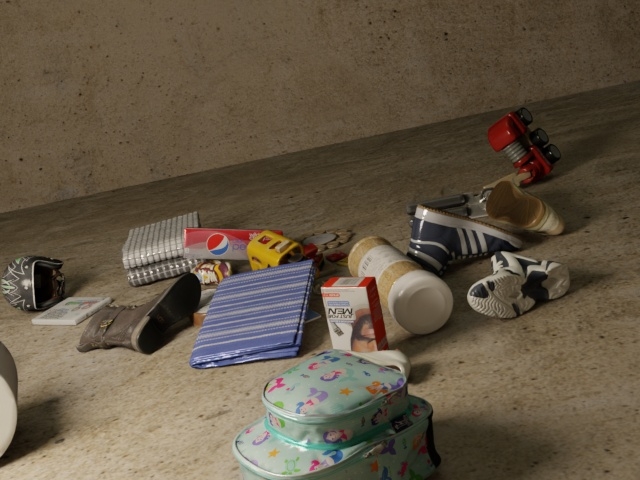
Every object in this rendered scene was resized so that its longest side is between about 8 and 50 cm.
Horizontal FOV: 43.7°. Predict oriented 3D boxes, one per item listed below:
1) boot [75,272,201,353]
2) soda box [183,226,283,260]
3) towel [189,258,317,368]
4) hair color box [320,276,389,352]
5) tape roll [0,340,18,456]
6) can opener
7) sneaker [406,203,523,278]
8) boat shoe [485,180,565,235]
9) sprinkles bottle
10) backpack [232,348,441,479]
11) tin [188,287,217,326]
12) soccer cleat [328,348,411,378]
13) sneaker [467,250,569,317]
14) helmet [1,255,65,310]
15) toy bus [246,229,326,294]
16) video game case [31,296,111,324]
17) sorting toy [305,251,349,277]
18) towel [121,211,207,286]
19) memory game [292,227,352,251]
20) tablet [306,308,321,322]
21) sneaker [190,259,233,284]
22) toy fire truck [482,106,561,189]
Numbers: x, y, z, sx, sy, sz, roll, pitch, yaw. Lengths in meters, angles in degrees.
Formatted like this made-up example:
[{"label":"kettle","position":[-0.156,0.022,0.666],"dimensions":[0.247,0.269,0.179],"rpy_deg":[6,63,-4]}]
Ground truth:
[{"label":"boot","position":[-0.425,0.164,1.855],"dimensions":[0.229,0.091,0.263],"rpy_deg":[0,36,39]},{"label":"soda box","position":[-0.235,0.009,2.154],"dimensions":[0.263,0.083,0.092],"rpy_deg":[1,2,-6]},{"label":"towel","position":[-0.136,0.157,1.729],"dimensions":[0.243,0.040,0.336],"rpy_deg":[-11,27,12]},{"label":"hair color box","position":[0.065,0.153,1.463],"dimensions":[0.093,0.167,0.053],"rpy_deg":[-3,19,27]},{"label":"tape roll","position":[-0.665,0.285,1.413],"dimensions":[0.246,0.246,0.169],"rpy_deg":[-17,17,-15]},{"label":"can opener","position":[0.384,-0.085,2.231],"dimensions":[0.284,0.075,0.095],"rpy_deg":[-10,-15,7]},{"label":"sneaker","position":[0.330,0.022,1.868],"dimensions":[0.282,0.153,0.099],"rpy_deg":[15,6,-19]},{"label":"boat shoe","position":[0.519,-0.075,2.041],"dimensions":[0.098,0.109,0.302],"rpy_deg":[25,7,-18]},{"label":"sprinkles bottle","position":[0.160,0.085,1.698],"dimensions":[0.121,0.121,0.355],"rpy_deg":[-15,17,-10]},{"label":"backpack","position":[0.012,0.276,1.096],"dimensions":[0.254,0.191,0.225],"rpy_deg":[-29,24,-30]},{"label":"tin","position":[-0.269,0.158,1.914],"dimensions":[0.106,0.040,0.190],"rpy_deg":[-22,19,-16]},{"label":"soccer cleat","position":[0.060,0.229,1.403],"dimensions":[0.196,0.068,0.076],"rpy_deg":[-7,20,7]},{"label":"sneaker","position":[0.366,0.084,1.613],"dimensions":[0.235,0.094,0.153],"rpy_deg":[-19,17,-23]},{"label":"helmet","position":[-0.792,0.118,2.190],"dimensions":[0.169,0.169,0.162],"rpy_deg":[5,8,45]},{"label":"toy bus","position":[-0.084,0.047,1.927],"dimensions":[0.202,0.104,0.191],"rpy_deg":[-11,37,5]},{"label":"video game case","position":[-0.659,0.186,2.117],"dimensions":[0.157,0.019,0.143],"rpy_deg":[-2,19,28]},{"label":"sorting toy","position":[-0.038,0.062,2.045],"dimensions":[0.275,0.046,0.132],"rpy_deg":[-16,17,-15]},{"label":"towel","position":[-0.451,0.030,2.323],"dimensions":[0.235,0.121,0.283],"rpy_deg":[-16,19,-6]},{"label":"memory game","position":[0.000,0.000,2.278],"dimensions":[0.186,0.012,0.186],"rpy_deg":[-10,17,3]},{"label":"tablet","position":[-0.039,0.167,1.772],"dimensions":[0.054,0.006,0.083],"rpy_deg":[-19,19,-23]},{"label":"sneaker","position":[-0.282,0.093,2.084],"dimensions":[0.084,0.069,0.185],"rpy_deg":[-16,8,-21]},{"label":"toy fire truck","position":[0.568,-0.248,2.383],"dimensions":[0.158,0.217,0.246],"rpy_deg":[-36,3,42]}]
